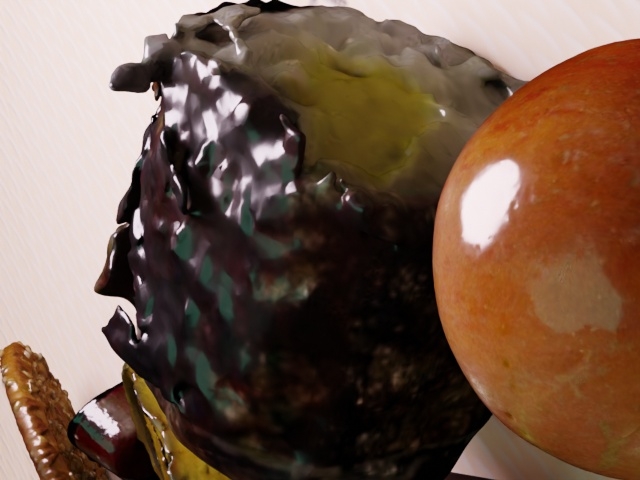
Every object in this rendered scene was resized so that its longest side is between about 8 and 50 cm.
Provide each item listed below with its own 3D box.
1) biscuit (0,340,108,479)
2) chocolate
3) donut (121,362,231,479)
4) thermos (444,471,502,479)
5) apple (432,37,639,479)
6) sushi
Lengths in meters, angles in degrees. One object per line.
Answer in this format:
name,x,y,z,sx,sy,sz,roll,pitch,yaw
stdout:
biscuit,-0.262,0.241,1.684,0.305,0.038,0.305,155,90,-87
chocolate,-0.176,0.202,1.619,0.080,0.125,0.148,45,171,29
donut,-0.093,0.220,1.424,0.272,0.107,0.272,160,90,-78
thermos,0.089,0.243,1.208,0.330,0.110,0.136,-1,85,56
apple,0.194,0.011,0.896,0.253,0.254,0.253,21,116,52
sushi,0.001,-0.002,1.129,0.299,0.281,0.294,35,128,29
